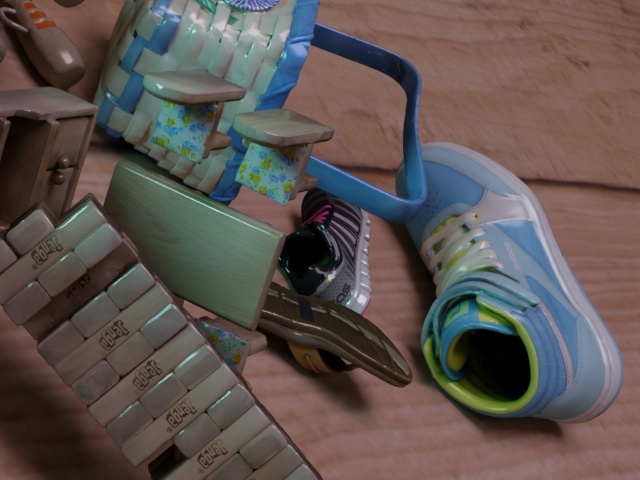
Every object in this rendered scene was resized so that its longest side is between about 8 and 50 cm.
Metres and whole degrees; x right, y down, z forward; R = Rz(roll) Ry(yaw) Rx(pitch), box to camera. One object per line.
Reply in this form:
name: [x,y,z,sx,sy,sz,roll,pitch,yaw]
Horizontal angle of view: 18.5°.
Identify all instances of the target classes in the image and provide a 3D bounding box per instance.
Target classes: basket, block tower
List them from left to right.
block tower: [-0.090,0.115,1.299,0.335,0.091,0.097,51,-1,-8]
basket: [-0.041,-0.137,1.714,0.289,0.201,0.254,25,29,-16]

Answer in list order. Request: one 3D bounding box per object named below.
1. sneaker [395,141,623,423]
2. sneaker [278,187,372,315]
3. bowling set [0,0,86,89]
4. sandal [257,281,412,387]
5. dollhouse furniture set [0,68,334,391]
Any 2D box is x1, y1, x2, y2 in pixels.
sneaker: [0.140,0.031,1.822,0.319,0.127,0.208,54,26,21]
sneaker: [0.000,0.000,1.728,0.075,0.063,0.170,36,31,-32]
bowling set: [-0.264,-0.243,1.560,0.154,0.200,0.287,54,23,22]
sandal: [-0.009,0.081,1.623,0.180,0.049,0.072,22,25,-13]
dollhouse furniture set: [-0.147,-0.015,1.377,0.242,0.212,0.161,25,17,21]
